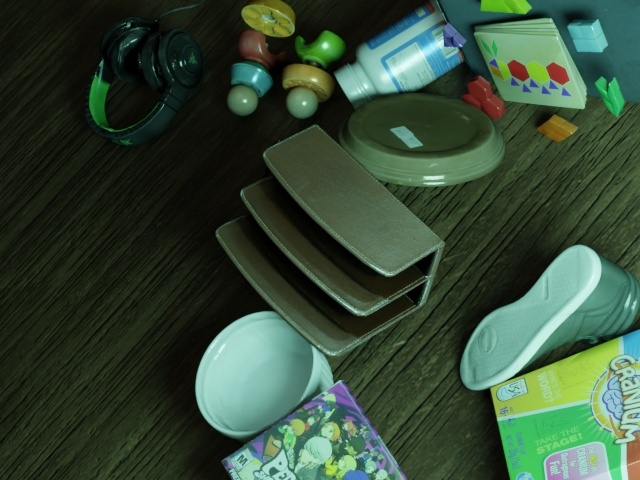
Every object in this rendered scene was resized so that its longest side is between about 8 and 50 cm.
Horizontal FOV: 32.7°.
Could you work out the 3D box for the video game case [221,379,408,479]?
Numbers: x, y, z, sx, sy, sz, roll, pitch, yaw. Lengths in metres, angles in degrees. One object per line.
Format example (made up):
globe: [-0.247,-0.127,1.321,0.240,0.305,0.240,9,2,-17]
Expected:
video game case: [0.007,0.349,1.528,0.210,0.042,0.232,-34,76,3]

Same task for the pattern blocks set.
pattern blocks set: [0.322,-0.273,1.683,0.325,0.285,0.026,23,59,43]

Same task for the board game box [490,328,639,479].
board game box: [0.389,0.225,1.393,0.316,0.064,0.242,-24,26,12]

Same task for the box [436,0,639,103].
box: [0.498,-0.492,1.721,0.480,0.297,0.472,16,66,35]

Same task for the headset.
headset: [-0.352,-0.386,2.186,0.243,0.185,0.394,23,83,37]

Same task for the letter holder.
letter holder: [0.000,0.000,1.659,0.214,0.152,0.302,-29,59,-30]

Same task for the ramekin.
ramekin: [-0.078,0.223,1.678,0.207,0.109,0.207,-15,53,21]

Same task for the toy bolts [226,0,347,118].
toy bolts: [-0.102,-0.320,2.013,0.228,0.218,0.158,-3,63,49]

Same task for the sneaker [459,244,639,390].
sneaker: [0.329,0.129,1.532,0.296,0.147,0.104,-49,39,34]

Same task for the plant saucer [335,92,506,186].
plant saucer: [0.162,-0.172,1.765,0.278,0.041,0.278,0,34,0]

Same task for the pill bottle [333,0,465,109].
pill bottle: [0.139,-0.316,1.912,0.221,0.124,0.124,-30,50,7]

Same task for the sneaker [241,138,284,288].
sneaker: [-0.094,-0.049,1.876,0.124,0.107,0.283,-18,52,24]
